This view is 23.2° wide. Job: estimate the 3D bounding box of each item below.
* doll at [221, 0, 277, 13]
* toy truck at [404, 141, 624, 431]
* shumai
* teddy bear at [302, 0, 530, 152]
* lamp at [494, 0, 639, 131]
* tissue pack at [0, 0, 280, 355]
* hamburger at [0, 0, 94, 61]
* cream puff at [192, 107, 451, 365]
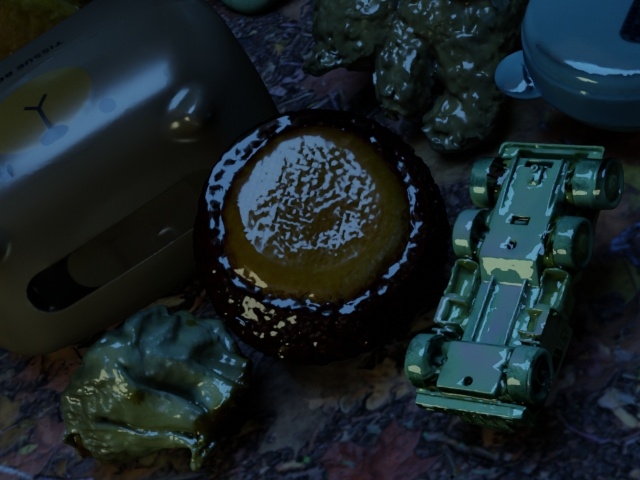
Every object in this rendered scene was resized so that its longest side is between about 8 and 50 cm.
[{"bbox_3d":[-0.039,-0.434,1.945,0.284,0.216,0.268,-34,63,20],"label":"doll"},{"bbox_3d":[0.181,0.048,1.343,0.128,0.135,0.259,5,58,33],"label":"toy truck"},{"bbox_3d":[-0.140,0.154,1.443,0.184,0.184,0.142,-41,72,-14],"label":"shumai"},{"bbox_3d":[0.105,-0.230,1.649,0.256,0.156,0.267,8,54,37],"label":"teddy bear"},{"bbox_3d":[0.322,-0.193,1.488,0.284,0.147,0.209,-1,49,40],"label":"lamp"},{"bbox_3d":[-0.226,-0.066,1.574,0.387,0.267,0.277,-32,37,0],"label":"tissue pack"},{"bbox_3d":[-0.486,-0.261,1.921,0.445,0.287,0.268,-21,39,6],"label":"hamburger"},{"bbox_3d":[0.000,0.000,1.440,0.239,0.165,0.239,-1,74,5],"label":"cream puff"}]
